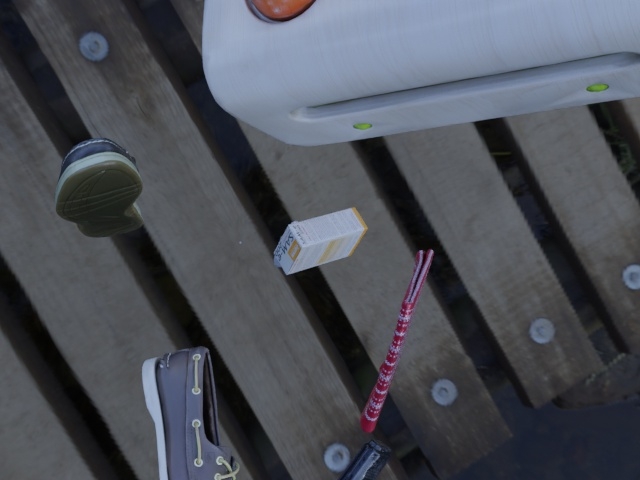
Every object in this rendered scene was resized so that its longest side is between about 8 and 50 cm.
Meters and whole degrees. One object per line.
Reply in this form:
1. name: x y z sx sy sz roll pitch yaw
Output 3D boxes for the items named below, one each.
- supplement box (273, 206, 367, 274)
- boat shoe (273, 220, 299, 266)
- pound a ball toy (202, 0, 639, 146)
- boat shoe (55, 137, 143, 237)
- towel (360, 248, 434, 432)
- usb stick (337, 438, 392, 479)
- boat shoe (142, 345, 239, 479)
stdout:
1. supplement box: 0.000 0.000 1.108 0.098 0.062 0.036 -16 63 -33
2. boat shoe: -0.056 0.005 1.586 0.035 0.100 0.035 6 47 -20
3. pound a ball toy: 0.051 -0.182 0.531 0.319 0.136 0.208 -4 76 29
4. boat shoe: -0.210 -0.058 0.858 0.080 0.223 0.073 -17 80 -10
5. towel: 0.127 0.168 1.539 0.031 0.199 0.275 19 120 7
6. usb stick: 0.027 0.475 1.637 0.045 0.077 0.278 38 91 39
7. boat shoe: -0.173 0.307 1.309 0.097 0.116 0.324 -19 63 4
